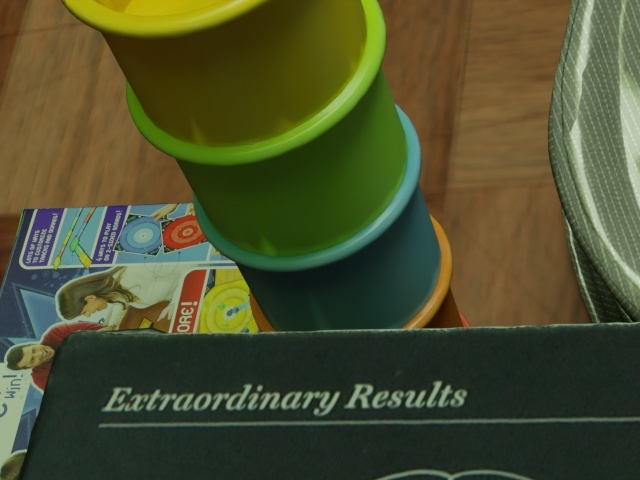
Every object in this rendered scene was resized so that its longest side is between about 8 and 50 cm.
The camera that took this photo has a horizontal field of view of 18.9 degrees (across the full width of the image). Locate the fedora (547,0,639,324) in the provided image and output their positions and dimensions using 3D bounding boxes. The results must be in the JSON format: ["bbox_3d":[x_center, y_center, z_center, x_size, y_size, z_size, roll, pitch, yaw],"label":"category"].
[{"bbox_3d":[0.171,-0.047,0.744,0.244,0.124,0.275,-24,63,34],"label":"fedora"}]

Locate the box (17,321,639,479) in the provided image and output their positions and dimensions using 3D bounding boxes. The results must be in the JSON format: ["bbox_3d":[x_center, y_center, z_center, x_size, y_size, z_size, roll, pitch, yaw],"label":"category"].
[{"bbox_3d":[0.045,0.237,0.563,0.293,0.212,0.395,-2,51,18],"label":"box"}]

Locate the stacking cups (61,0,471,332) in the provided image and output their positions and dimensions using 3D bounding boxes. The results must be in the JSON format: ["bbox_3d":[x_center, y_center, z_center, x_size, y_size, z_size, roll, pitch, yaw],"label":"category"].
[{"bbox_3d":[0.000,0.000,0.701,0.096,0.316,0.096,-10,48,11],"label":"stacking cups"}]

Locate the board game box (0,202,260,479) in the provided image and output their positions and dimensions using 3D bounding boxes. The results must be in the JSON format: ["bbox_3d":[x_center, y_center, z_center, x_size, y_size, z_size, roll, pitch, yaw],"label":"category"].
[{"bbox_3d":[-0.090,0.072,0.859,0.136,0.035,0.201,-1,53,17],"label":"board game box"}]
